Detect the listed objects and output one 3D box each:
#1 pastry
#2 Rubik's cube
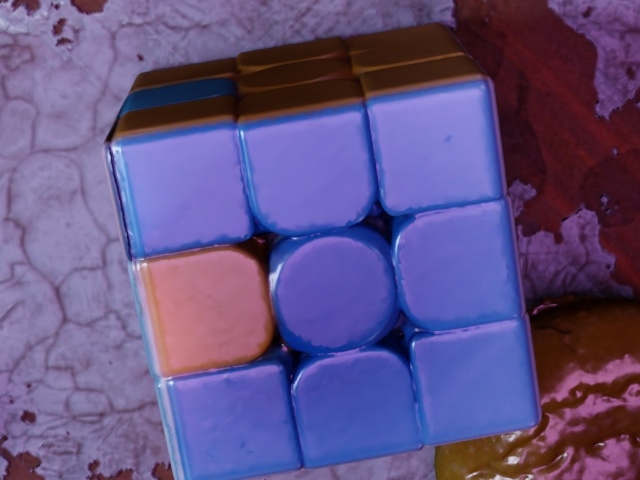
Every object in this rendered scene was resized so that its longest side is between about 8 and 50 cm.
[{"bbox_3d":[0.271,0.211,1.498,0.356,0.164,0.356,-1,108,-2],"label":"pastry"},{"bbox_3d":[0.000,0.000,1.355,0.292,0.291,0.290,-10,106,0],"label":"Rubik's cube"}]
